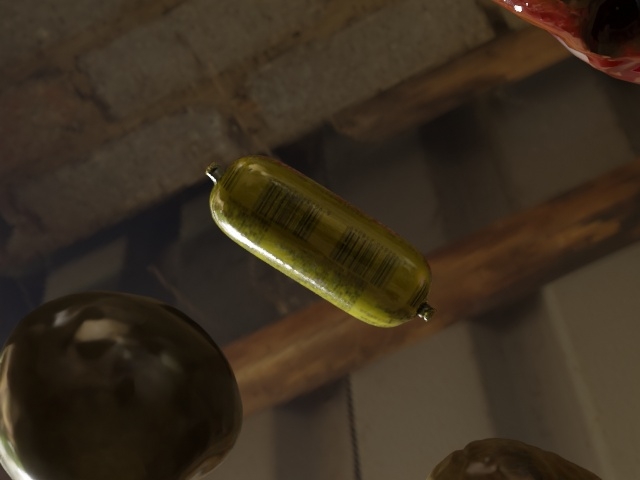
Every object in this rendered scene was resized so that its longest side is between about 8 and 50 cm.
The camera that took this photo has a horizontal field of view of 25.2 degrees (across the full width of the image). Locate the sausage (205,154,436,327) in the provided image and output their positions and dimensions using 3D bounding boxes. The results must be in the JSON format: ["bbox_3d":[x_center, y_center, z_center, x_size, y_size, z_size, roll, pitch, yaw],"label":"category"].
[{"bbox_3d":[0.000,0.000,1.846,0.123,0.347,0.123,-57,180,0],"label":"sausage"}]

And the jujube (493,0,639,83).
[{"bbox_3d":[0.203,-0.265,0.693,0.377,0.276,0.276,-57,-153,13],"label":"jujube"}]

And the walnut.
[{"bbox_3d":[0.195,0.310,1.356,0.225,0.225,0.261,-31,-137,0],"label":"walnut"}]

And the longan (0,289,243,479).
[{"bbox_3d":[-0.192,0.160,1.369,0.248,0.248,0.248,-23,-150,14],"label":"longan"}]
